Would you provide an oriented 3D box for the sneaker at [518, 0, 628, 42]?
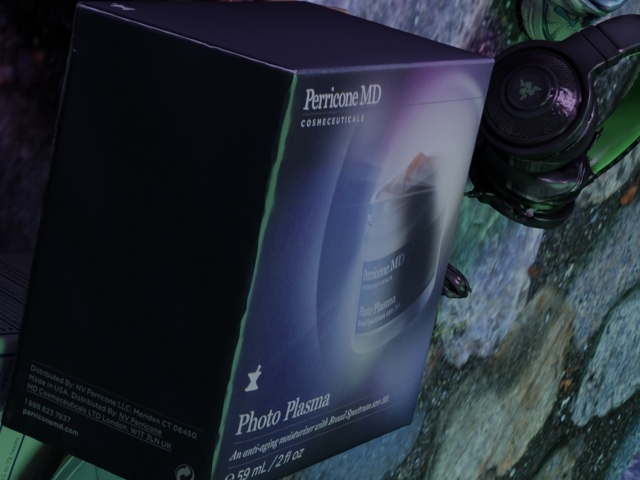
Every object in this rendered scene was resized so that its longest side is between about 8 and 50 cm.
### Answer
[{"bbox_3d":[0.283,-0.270,1.988,0.110,0.122,0.283,-61,154,-4],"label":"sneaker"}]

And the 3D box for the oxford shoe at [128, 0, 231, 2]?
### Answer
[{"bbox_3d":[-0.149,-0.253,1.250,0.147,0.140,0.397,-20,149,-8],"label":"oxford shoe"}]

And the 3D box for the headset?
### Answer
[{"bbox_3d":[0.246,-0.088,1.997,0.394,0.185,0.243,-29,152,-16],"label":"headset"}]

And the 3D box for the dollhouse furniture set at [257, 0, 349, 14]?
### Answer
[{"bbox_3d":[-0.097,-0.057,1.520,0.262,0.135,0.259,-40,136,-45],"label":"dollhouse furniture set"}]

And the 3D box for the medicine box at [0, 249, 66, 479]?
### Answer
[{"bbox_3d":[-0.253,0.154,1.370,0.289,0.149,0.263,0,114,-61],"label":"medicine box"}]

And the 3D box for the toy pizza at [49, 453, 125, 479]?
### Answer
[{"bbox_3d":[-0.171,0.209,1.366,0.201,0.032,0.201,-42,148,-35],"label":"toy pizza"}]

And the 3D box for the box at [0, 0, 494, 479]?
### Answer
[{"bbox_3d":[-0.042,-0.005,1.266,0.296,0.183,0.294,-14,118,-59],"label":"box"}]
